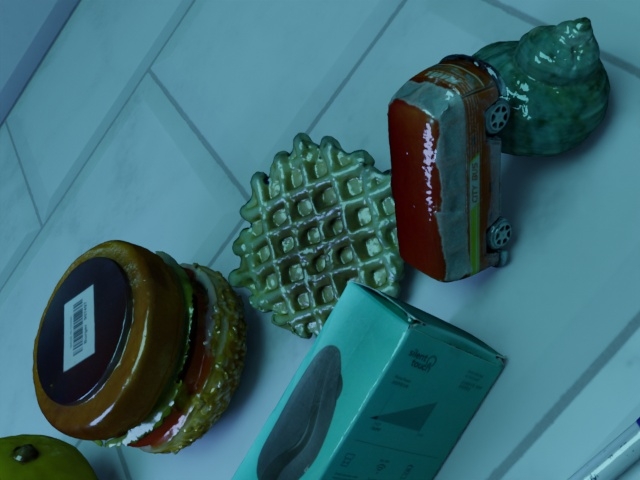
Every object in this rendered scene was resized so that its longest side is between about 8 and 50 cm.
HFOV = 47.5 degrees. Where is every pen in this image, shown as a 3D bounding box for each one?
[{"bbox_3d":[0.278,0.243,0.745,0.269,0.033,0.033,-48,44,16],"label":"pen"}]

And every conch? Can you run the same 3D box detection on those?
[{"bbox_3d":[0.259,-0.193,0.898,0.202,0.134,0.196,-34,65,33],"label":"conch"}]

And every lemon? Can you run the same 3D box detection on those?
[{"bbox_3d":[-0.514,0.474,1.223,0.297,0.297,0.297,-21,56,36],"label":"lemon"}]

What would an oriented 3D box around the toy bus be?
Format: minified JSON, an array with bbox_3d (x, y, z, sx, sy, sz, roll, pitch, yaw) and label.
[{"bbox_3d":[0.151,-0.079,0.869,0.119,0.265,0.121,-25,35,-26],"label":"toy bus"}]

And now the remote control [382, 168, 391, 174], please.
[{"bbox_3d":[0.050,-0.028,1.095,0.222,0.042,0.072,-40,49,23],"label":"remote control"}]

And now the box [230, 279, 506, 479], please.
[{"bbox_3d":[0.052,0.220,0.852,0.118,0.205,0.312,36,98,45],"label":"box"}]

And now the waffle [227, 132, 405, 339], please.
[{"bbox_3d":[0.000,0.000,1.061,0.309,0.056,0.292,28,101,34],"label":"waffle"}]

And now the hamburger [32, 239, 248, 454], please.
[{"bbox_3d":[-0.280,0.175,1.166,0.329,0.250,0.330,-17,61,35],"label":"hamburger"}]
